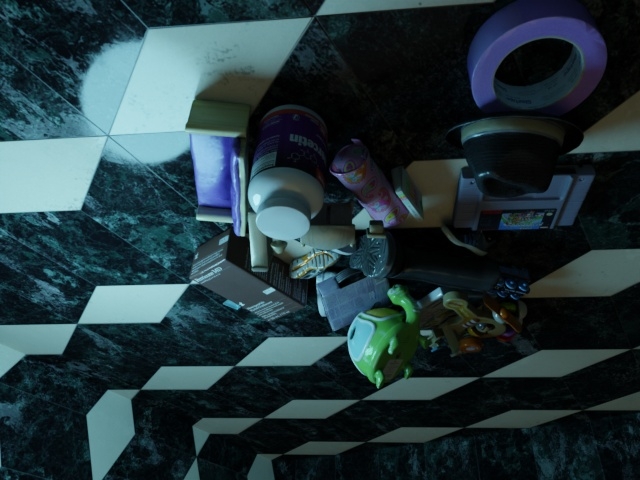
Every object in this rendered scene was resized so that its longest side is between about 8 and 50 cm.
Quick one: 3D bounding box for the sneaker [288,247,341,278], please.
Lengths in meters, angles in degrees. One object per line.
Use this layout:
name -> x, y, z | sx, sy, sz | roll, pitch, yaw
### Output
sneaker -> -0.009, 0.076, 1.843 | 0.215, 0.084, 0.083 | -24, 149, 35

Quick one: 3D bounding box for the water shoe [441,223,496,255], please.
water shoe -> 0.464, -0.021, 1.697 | 0.203, 0.073, 0.080 | 23, 117, -31

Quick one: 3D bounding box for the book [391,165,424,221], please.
book -> 0.249, -0.129, 1.528 | 0.035, 0.096, 0.144 | -20, 138, 26

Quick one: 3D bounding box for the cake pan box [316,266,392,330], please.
cake pan box -> 0.123, 0.192, 1.915 | 0.245, 0.070, 0.267 | -26, 142, -6

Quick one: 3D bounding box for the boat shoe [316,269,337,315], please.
boat shoe -> 0.035, 0.200, 1.981 | 0.084, 0.095, 0.258 | 2, 144, 8

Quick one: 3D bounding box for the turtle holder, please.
turtle holder -> 0.219, 0.331, 1.882 | 0.243, 0.227, 0.320 | -21, 131, -32

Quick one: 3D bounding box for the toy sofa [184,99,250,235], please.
toy sofa -> -0.266, -0.178, 1.433 | 0.150, 0.177, 0.362 | 5, 144, -4

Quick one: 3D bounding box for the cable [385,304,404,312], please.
cable -> 0.278, 0.282, 2.065 | 0.150, 0.047, 0.184 | -21, 163, -11

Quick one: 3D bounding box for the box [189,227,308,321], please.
box -> -0.238, 0.129, 1.872 | 0.191, 0.143, 0.381 | -27, 132, 34

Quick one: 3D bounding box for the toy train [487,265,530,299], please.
toy train -> 0.630, 0.135, 1.846 | 0.184, 0.105, 0.080 | 12, 139, -13

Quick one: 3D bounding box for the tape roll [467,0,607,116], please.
tape roll -> 0.466, -0.386, 1.181 | 0.274, 0.090, 0.275 | 2, 144, 1

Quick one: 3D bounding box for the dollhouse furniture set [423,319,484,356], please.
dollhouse furniture set -> 0.522, 0.397, 2.131 | 0.129, 0.129, 0.184 | -6, 153, -29

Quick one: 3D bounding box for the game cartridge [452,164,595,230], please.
game cartridge -> 0.572, -0.118, 1.557 | 0.355, 0.068, 0.230 | -1, 139, 5

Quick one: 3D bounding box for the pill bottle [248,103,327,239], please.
pill bottle -> -0.077, -0.166, 1.313 | 0.181, 0.323, 0.181 | 2, 143, 1

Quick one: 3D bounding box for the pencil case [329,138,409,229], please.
pencil case -> 0.142, -0.150, 1.495 | 0.124, 0.124, 0.284 | -19, 137, 26

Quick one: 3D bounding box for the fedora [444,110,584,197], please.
fedora -> 0.459, -0.189, 1.294 | 0.334, 0.153, 0.334 | 3, 173, 0

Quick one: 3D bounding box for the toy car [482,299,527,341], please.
toy car -> 0.694, 0.309, 2.046 | 0.159, 0.136, 0.182 | 0, 143, 5

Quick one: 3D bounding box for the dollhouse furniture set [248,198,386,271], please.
dollhouse furniture set -> -0.008, -0.020, 1.495 | 0.355, 0.303, 0.174 | 1, 114, 3

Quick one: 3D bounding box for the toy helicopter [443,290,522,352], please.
toy helicopter -> 0.544, 0.262, 1.879 | 0.235, 0.140, 0.355 | -17, 142, 32

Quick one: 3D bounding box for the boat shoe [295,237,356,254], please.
boat shoe -> 0.000, 0.000, 1.735 | 0.228, 0.080, 0.076 | 17, 147, -17

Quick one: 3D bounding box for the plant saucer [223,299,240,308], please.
plant saucer -> -0.299, 0.215, 2.087 | 0.067, 0.018, 0.192 | 28, 136, -29

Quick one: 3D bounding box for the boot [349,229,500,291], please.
boot -> 0.348, 0.085, 1.669 | 0.445, 0.146, 0.367 | 15, -179, -10

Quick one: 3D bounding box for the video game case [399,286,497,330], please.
video game case -> 0.440, 0.261, 2.015 | 0.300, 0.036, 0.329 | 6, 146, -35
